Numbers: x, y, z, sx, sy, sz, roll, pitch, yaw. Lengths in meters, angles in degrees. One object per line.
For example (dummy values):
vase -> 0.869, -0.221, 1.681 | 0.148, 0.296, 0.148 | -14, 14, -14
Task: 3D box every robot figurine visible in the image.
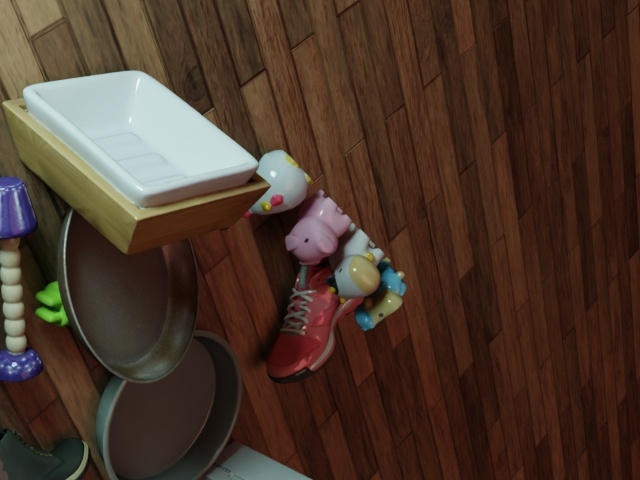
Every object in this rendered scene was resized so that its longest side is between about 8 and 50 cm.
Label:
robot figurine -> -0.349, 0.085, 1.500 | 0.115, 0.067, 0.101 | -12, 112, -48

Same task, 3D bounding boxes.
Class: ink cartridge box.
ink cartridge box -> -0.113, 0.518, 1.859 | 0.114, 0.197, 0.272 | -30, 127, -42

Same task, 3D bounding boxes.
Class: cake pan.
cake pan -> -0.249, 0.278, 1.711 | 0.293, 0.054, 0.293 | -23, 122, -43

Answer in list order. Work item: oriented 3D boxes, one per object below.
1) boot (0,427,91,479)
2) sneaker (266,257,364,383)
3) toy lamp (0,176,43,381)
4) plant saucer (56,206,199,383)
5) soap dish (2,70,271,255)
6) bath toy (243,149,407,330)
boot -> -0.408, 0.303, 1.497 | 0.198, 0.077, 0.137 | -59, 131, -64
sneaker -> -0.020, 0.114, 1.898 | 0.314, 0.116, 0.136 | -55, 129, -30
toy lamp -> -0.414, 0.051, 1.404 | 0.080, 0.080, 0.274 | -19, 121, -45
plant saucer -> -0.279, 0.052, 1.505 | 0.310, 0.050, 0.310 | 33, 51, -55
soap dish -> -0.246, -0.106, 1.389 | 0.229, 0.291, 0.118 | -19, 137, -46
bath toy -> 0.000, 0.000, 1.781 | 0.129, 0.151, 0.348 | -44, 114, 1
